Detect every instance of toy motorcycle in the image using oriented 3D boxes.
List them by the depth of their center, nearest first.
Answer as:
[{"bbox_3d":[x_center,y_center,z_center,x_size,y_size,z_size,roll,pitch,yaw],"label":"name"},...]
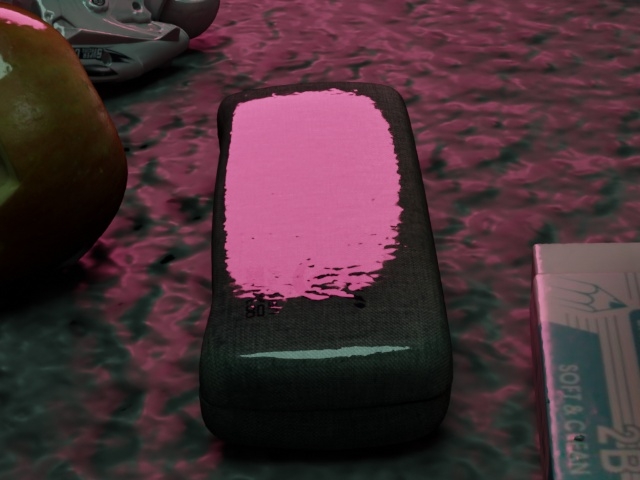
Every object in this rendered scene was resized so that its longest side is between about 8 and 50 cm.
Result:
[{"bbox_3d":[-0.183,-0.163,1.100,0.254,0.112,0.112,-22,37,-32],"label":"toy motorcycle"}]

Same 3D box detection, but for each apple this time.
[{"bbox_3d":[-0.220,-0.055,0.845,0.199,0.199,0.199,-1,31,1],"label":"apple"}]

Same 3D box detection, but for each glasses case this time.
[{"bbox_3d":[0.000,0.000,0.827,0.131,0.074,0.323,-3,31,0],"label":"glasses case"}]

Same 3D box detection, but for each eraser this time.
[{"bbox_3d":[0.157,0.078,0.711,0.095,0.052,0.225,-1,31,6],"label":"eraser"}]
